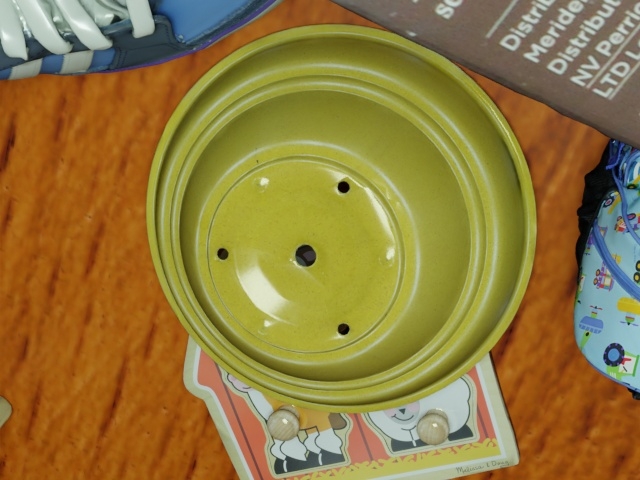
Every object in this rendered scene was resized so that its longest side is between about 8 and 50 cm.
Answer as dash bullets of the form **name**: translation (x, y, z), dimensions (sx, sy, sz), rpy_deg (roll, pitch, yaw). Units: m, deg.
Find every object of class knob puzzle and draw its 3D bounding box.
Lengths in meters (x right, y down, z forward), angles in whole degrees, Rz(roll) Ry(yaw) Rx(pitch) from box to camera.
- **knob puzzle**: translation (0.006, 0.065, 0.823), dimensions (0.213, 0.030, 0.213), rpy_deg (5, 114, 12)

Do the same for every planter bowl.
- **planter bowl**: translation (0.000, 0.000, 0.742), dimensions (0.217, 0.090, 0.217), rpy_deg (3, 103, 11)

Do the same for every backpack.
- **backpack**: translation (0.197, 0.012, 0.675), dimensions (0.158, 0.173, 0.117), rpy_deg (12, 115, 9)

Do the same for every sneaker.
- **sneaker**: translation (-0.172, -0.112, 0.674), dimensions (0.323, 0.236, 0.130), rpy_deg (-4, 112, 15)

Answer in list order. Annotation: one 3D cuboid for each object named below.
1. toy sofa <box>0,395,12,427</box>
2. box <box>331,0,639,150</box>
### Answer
- **toy sofa**: translation (-0.383, 0.064, 0.849), dimensions (0.177, 0.150, 0.362), rpy_deg (-40, 99, 23)
- **box**: translation (-0.038, -0.183, 0.344), dimensions (0.381, 0.191, 0.143), rpy_deg (24, 124, -23)
